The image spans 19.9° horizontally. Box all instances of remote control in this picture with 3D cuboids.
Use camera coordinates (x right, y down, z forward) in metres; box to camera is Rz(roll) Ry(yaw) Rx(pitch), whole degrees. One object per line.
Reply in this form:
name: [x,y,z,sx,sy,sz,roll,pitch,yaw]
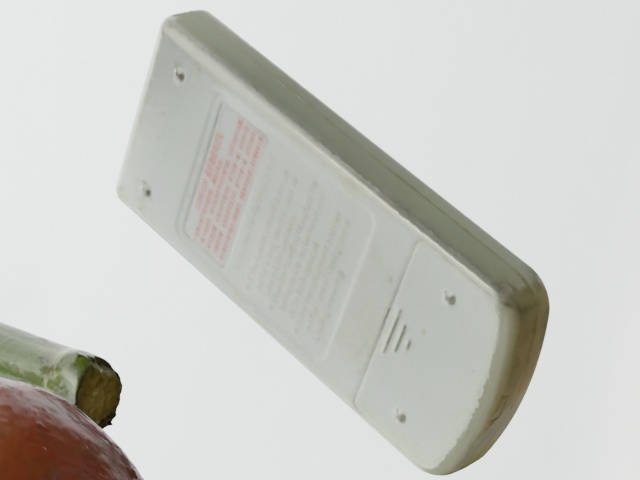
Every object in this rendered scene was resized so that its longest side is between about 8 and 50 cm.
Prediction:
remote control: [0.000,0.000,0.653,0.029,0.190,0.087,-18,-42,-43]

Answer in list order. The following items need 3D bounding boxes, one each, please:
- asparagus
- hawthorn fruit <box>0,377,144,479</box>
asparagus: [-0.177,0.056,0.932,0.045,0.178,0.041,9,-84,-57]
hawthorn fruit: [-0.089,0.093,0.416,0.128,0.128,0.128,-40,-42,-48]
